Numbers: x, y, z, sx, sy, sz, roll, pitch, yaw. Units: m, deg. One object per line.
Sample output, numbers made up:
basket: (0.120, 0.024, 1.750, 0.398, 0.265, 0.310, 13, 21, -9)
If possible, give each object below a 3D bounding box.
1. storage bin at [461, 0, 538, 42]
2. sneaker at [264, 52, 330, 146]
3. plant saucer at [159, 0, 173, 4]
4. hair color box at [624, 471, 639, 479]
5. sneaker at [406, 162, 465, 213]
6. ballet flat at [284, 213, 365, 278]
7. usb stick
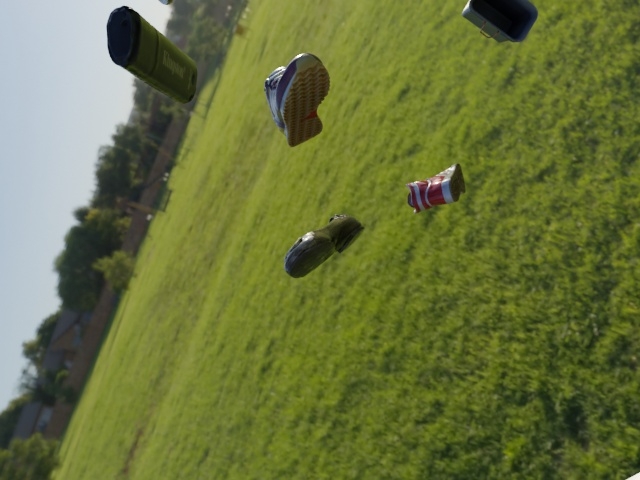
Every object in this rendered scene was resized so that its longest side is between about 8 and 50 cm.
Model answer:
storage bin: (0.352, -0.453, 1.523, 0.098, 0.135, 0.091, -58, 10, -2)
sneaker: (-0.038, -0.186, 0.919, 0.084, 0.069, 0.185, 58, 166, 14)
plant saucer: (-0.248, -0.442, 0.967, 0.041, 0.278, 0.278, -30, 10, -10)
hair color box: (0.093, 0.165, 0.300, 0.167, 0.053, 0.093, -34, 7, 16)
sneaker: (0.150, -0.068, 0.976, 0.118, 0.067, 0.042, -38, -68, -66)
ballet flat: (0.000, 0.000, 1.237, 0.084, 0.058, 0.250, -51, -11, 29)
usb stick: (-0.223, -0.246, 1.030, 0.278, 0.045, 0.077, 3, -95, -84)
